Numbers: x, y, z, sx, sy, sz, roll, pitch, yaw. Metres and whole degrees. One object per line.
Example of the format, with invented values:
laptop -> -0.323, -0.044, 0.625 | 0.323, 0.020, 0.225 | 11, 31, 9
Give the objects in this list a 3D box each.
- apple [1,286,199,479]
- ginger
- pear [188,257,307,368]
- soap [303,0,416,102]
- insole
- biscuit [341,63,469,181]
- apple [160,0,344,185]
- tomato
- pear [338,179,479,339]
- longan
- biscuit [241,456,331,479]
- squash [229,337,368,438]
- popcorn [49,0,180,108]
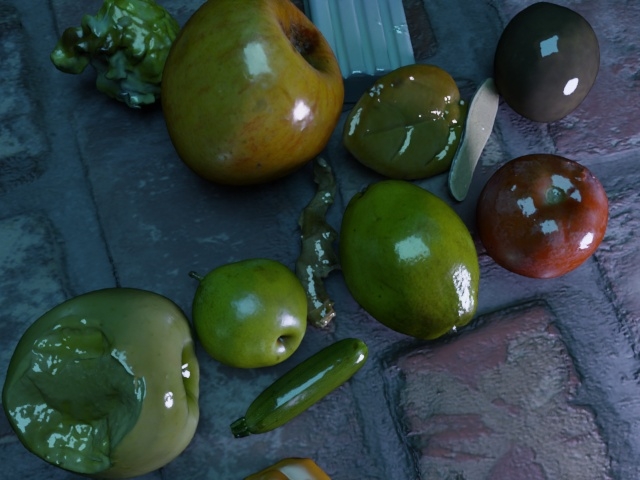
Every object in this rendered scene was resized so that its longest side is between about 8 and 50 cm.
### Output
apple -> -0.295, 0.196, 1.005 | 0.279, 0.279, 0.278 | 1, 72, -4
ginger -> 0.000, 0.000, 1.184 | 0.089, 0.075, 0.287 | 1, 75, 20
pear -> -0.123, 0.100, 1.102 | 0.180, 0.166, 0.216 | -27, 41, -34
soap -> 0.063, -0.403, 1.309 | 0.173, 0.095, 0.289 | -6, 72, -8
insole -> 0.277, -0.185, 1.272 | 0.011, 0.081, 0.247 | 5, 68, 44
biscuit -> 0.153, -0.198, 1.226 | 0.260, 0.041, 0.202 | -16, 106, -24
apple -> -0.115, -0.236, 1.138 | 0.275, 0.299, 0.298 | -29, 71, 33
tomato -> 0.358, -0.037, 1.164 | 0.208, 0.184, 0.208 | 0, 68, 1
pear -> 0.137, 0.029, 1.115 | 0.213, 0.212, 0.269 | -28, 81, -13
longan -> 0.402, -0.320, 1.263 | 0.198, 0.198, 0.212 | 18, 68, 1
biscuit -> -0.050, 0.412, 1.053 | 0.171, 0.050, 0.170 | 1, 72, -3
squash -> -0.030, 0.231, 1.106 | 0.252, 0.066, 0.066 | -34, 77, -14
popcorn -> -0.339, -0.317, 1.199 | 0.213, 0.198, 0.197 | -5, 71, -31
